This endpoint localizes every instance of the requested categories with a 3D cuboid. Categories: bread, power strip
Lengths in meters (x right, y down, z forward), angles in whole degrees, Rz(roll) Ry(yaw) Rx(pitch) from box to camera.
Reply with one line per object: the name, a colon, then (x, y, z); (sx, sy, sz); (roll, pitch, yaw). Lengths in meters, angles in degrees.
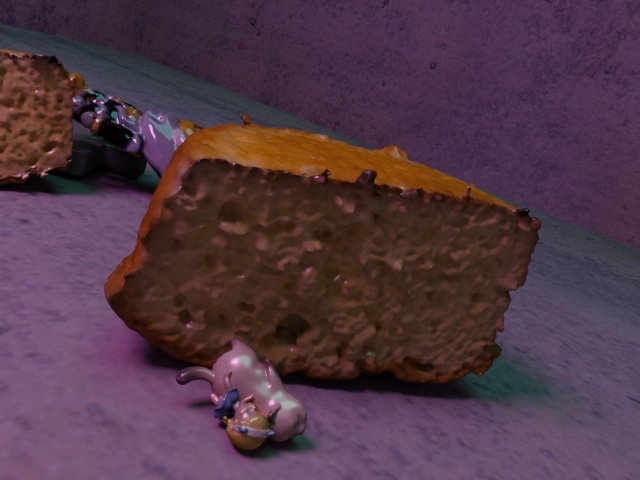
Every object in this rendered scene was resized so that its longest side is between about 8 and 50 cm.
bread: (-0.423, -0.153, 0.642); (0.260, 0.160, 0.147); (-3, 19, -37)
bread: (0.000, 0.000, 0.499); (0.340, 0.194, 0.179); (8, 26, -20)
power strip: (-0.334, -0.142, 0.859); (0.145, 0.061, 0.216); (19, 17, -10)

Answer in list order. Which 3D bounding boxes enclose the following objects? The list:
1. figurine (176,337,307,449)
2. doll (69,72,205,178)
figurine: (-0.053, 0.108, 0.382); (0.083, 0.047, 0.050); (35, 37, 27)
doll: (-0.214, -0.128, 0.813); (0.316, 0.103, 0.145); (28, -1, -17)
